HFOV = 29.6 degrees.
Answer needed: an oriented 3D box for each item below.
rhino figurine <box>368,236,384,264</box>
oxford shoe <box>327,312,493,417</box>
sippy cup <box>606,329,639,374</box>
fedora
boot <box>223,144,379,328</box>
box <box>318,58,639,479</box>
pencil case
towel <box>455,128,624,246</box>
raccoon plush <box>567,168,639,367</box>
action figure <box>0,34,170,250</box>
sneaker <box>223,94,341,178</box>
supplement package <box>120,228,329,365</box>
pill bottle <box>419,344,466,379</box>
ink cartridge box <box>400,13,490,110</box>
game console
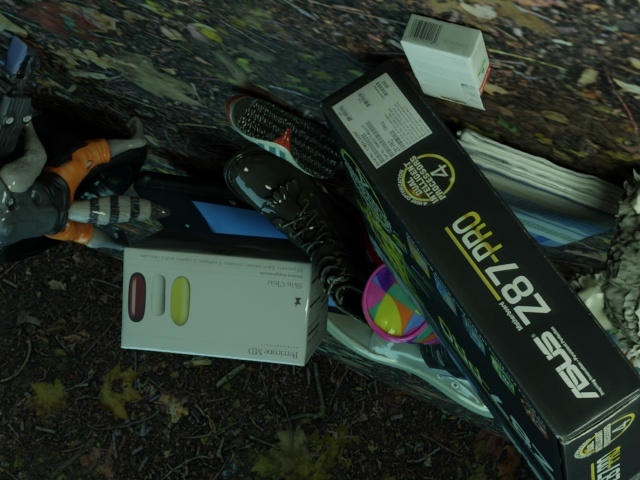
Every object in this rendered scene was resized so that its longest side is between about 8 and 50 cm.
[{"bbox_3d":[0.121,0.001,1.534,0.073,0.106,0.243,64,-177,3],"label":"rhino figurine"},{"bbox_3d":[0.191,0.178,2.302,0.449,0.169,0.130,27,130,17],"label":"oxford shoe"},{"bbox_3d":[0.390,0.171,1.620,0.224,0.305,0.240,6,135,22],"label":"sippy cup"},{"bbox_3d":[-0.434,-0.103,1.915,0.152,0.334,0.334,52,170,4],"label":"fedora"},{"bbox_3d":[0.000,0.000,1.538,0.263,0.091,0.229,34,-164,-28],"label":"boot"},{"bbox_3d":[0.159,0.057,1.161,0.395,0.097,0.318,56,178,27],"label":"box"},{"bbox_3d":[0.136,0.074,1.467,0.104,0.104,0.236,17,-175,25],"label":"pencil case"},{"bbox_3d":[0.211,-0.051,1.333,0.209,0.034,0.285,20,171,-3],"label":"towel"},{"bbox_3d":[0.390,0.099,1.226,0.299,0.216,0.446,27,165,11],"label":"raccoon plush"},{"bbox_3d":[-0.372,-0.092,1.631,0.330,0.341,0.178,-11,-136,-42],"label":"action figure"},{"bbox_3d":[-0.046,-0.129,1.436,0.161,0.057,0.075,27,-175,-32],"label":"sneaker"},{"bbox_3d":[-0.129,0.076,1.722,0.261,0.145,0.204,4,-171,8],"label":"supplement package"},{"bbox_3d":[0.278,0.179,2.075,0.130,0.130,0.245,26,169,-19],"label":"pill bottle"},{"bbox_3d":[0.112,-0.152,1.039,0.062,0.029,0.115,18,170,19],"label":"ink cartridge box"},{"bbox_3d":[-0.076,0.013,1.936,0.386,0.060,0.342,9,156,27],"label":"game console"}]
